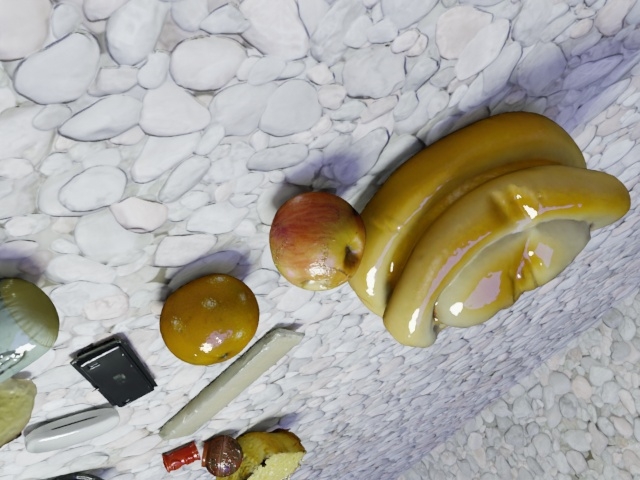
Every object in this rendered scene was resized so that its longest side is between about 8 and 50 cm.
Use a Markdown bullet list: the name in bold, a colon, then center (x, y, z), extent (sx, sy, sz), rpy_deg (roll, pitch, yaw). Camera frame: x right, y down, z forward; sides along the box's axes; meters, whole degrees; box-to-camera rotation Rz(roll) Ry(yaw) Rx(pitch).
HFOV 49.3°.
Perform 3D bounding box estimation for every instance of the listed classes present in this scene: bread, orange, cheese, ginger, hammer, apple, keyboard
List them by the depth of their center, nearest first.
- **hammer**: center (-0.449, 0.084, 0.763), extent (0.202, 0.113, 0.305), rpy_deg (-34, 147, 2)
- **apple**: center (0.000, 0.000, 0.990), extent (0.147, 0.146, 0.146), rpy_deg (-22, 151, -13)
- **ginger**: center (-0.518, 0.267, 1.021), extent (0.193, 0.115, 0.123), rpy_deg (-13, 170, -42)
- **orange**: center (-0.166, 0.125, 1.061), extent (0.156, 0.124, 0.156), rpy_deg (-21, 148, -14)
- **bread**: center (0.252, -0.001, 1.112), extent (0.424, 0.245, 0.329), rpy_deg (-34, 152, 1)
- **keyboard**: center (-0.342, 0.227, 1.171), extent (0.094, 0.025, 0.230), rpy_deg (-25, 152, -12)
- **cheese**: center (-0.189, 0.300, 1.426), extent (0.400, 0.034, 0.085), rpy_deg (-43, 150, 23)
- **bread**: center (-0.168, 0.571, 1.788), extent (0.160, 0.147, 0.260), rpy_deg (17, 121, -43)

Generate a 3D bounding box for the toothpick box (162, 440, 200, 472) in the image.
- **toothpick box**: center (-0.326, 0.507, 1.627), extent (0.083, 0.047, 0.047), rpy_deg (-20, 151, -18)

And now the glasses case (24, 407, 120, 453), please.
- **glasses case**: center (-0.442, 0.340, 1.247), extent (0.164, 0.041, 0.063), rpy_deg (-11, 146, -30)

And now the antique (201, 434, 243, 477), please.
- **antique**: center (-0.234, 0.520, 1.680), extent (0.104, 0.104, 0.104), rpy_deg (-22, 151, -13)

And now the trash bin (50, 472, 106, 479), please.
- **trash bin**: center (-0.545, 0.655, 1.454), extent (0.217, 0.277, 0.262), rpy_deg (2, 131, -47)
